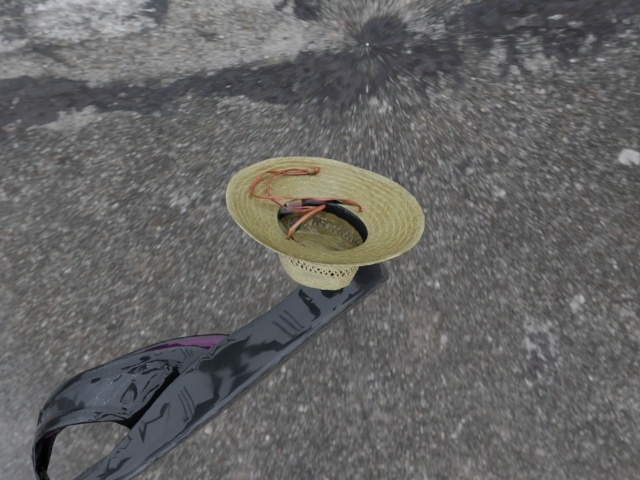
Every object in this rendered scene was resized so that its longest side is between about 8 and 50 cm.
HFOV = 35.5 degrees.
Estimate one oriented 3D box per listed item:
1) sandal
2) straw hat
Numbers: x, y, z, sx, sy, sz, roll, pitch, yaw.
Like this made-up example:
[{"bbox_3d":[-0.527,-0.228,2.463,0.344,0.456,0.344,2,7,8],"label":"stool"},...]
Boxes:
[{"bbox_3d":[-0.139,0.127,0.900,0.446,0.167,0.107,-38,85,7],"label":"sandal"},{"bbox_3d":[0.000,0.000,0.713,0.144,0.144,0.061,9,123,1],"label":"straw hat"}]
